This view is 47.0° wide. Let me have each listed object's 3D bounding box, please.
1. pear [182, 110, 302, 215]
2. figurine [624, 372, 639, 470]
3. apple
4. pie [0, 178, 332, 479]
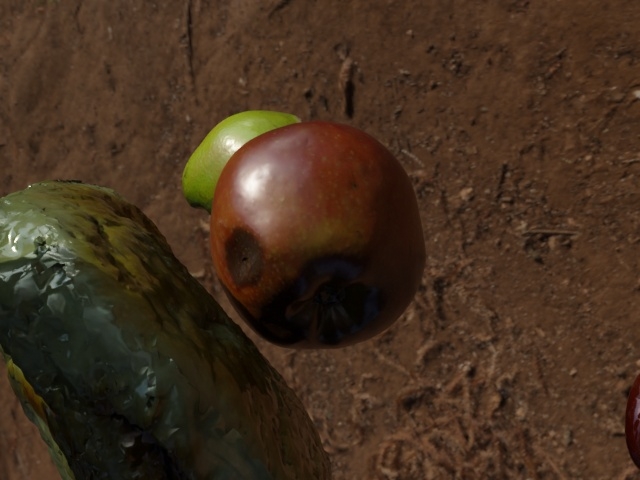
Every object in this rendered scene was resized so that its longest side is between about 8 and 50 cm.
[{"bbox_3d":[-0.112,-0.106,1.173,0.187,0.220,0.187,62,177,5],"label":"pear"},{"bbox_3d":[0.269,0.061,0.403,0.173,0.173,0.173,23,121,45],"label":"figurine"},{"bbox_3d":[0.000,0.000,0.748,0.230,0.230,0.229,23,121,45],"label":"apple"},{"bbox_3d":[-0.139,0.116,0.596,0.418,0.180,0.395,56,176,3],"label":"pie"}]
